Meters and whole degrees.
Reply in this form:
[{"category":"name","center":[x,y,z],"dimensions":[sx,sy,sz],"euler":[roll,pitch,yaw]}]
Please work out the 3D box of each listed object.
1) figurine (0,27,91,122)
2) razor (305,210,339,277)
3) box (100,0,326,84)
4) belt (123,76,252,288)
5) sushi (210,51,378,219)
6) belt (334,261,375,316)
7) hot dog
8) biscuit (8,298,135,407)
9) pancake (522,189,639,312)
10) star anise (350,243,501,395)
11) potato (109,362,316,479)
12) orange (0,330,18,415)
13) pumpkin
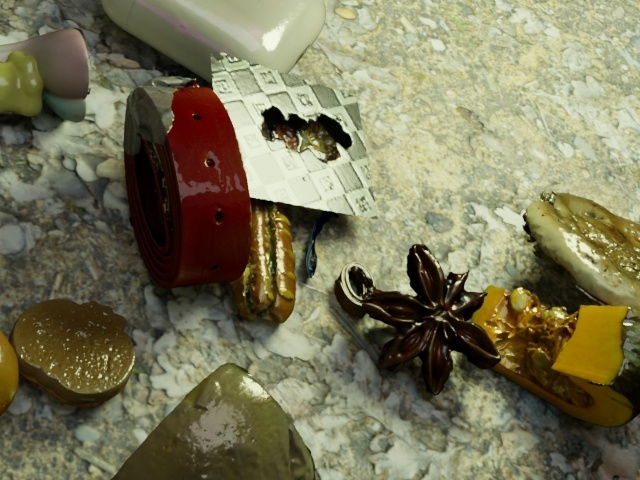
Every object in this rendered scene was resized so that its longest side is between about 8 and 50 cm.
[{"category":"figurine","center":[-0.493,-0.220,1.735],"dimensions":[0.315,0.206,0.284],"euler":[-9,47,-22]},{"category":"razor","center":[-0.004,-0.001,1.874],"dimensions":[0.028,0.044,0.155],"euler":[4,49,19]},{"category":"box","center":[-0.178,-0.405,2.035],"dimensions":[0.349,0.141,0.289],"euler":[32,51,3]},{"category":"belt","center":[-0.201,-0.085,1.725],"dimensions":[0.115,0.227,0.324],"euler":[-4,61,-27]},{"category":"sushi","center":[-0.055,-0.152,1.903],"dimensions":[0.290,0.050,0.264],"euler":[12,56,-33]},{"category":"belt","center":[0.053,0.073,1.833],"dimensions":[0.059,0.036,0.083],"euler":[3,53,-19]},{"category":"hot dog","center":[-0.096,0.004,1.805],"dimensions":[0.115,0.072,0.269],"euler":[-1,55,-14]},{"category":"biscuit","center":[-0.330,0.149,1.611],"dimensions":[0.170,0.050,0.170],"euler":[16,43,-16]},{"category":"pancake","center":[0.491,0.032,1.944],"dimensions":[0.382,0.071,0.382],"euler":[24,24,-11]},{"category":"star anise","center":[0.164,0.116,1.783],"dimensions":[0.190,0.126,0.220],"euler":[-17,84,-1]},{"category":"potato","center":[-0.143,0.321,1.460],"dimensions":[0.211,0.189,0.264],"euler":[43,51,12]},{"category":"orange","center":[-0.455,0.164,1.496],"dimensions":[0.156,0.124,0.156],"euler":[14,48,-16]},{"category":"pumpkin","center":[0.373,0.159,1.786],"dimensions":[0.280,0.190,0.139],"euler":[29,67,-2]}]
